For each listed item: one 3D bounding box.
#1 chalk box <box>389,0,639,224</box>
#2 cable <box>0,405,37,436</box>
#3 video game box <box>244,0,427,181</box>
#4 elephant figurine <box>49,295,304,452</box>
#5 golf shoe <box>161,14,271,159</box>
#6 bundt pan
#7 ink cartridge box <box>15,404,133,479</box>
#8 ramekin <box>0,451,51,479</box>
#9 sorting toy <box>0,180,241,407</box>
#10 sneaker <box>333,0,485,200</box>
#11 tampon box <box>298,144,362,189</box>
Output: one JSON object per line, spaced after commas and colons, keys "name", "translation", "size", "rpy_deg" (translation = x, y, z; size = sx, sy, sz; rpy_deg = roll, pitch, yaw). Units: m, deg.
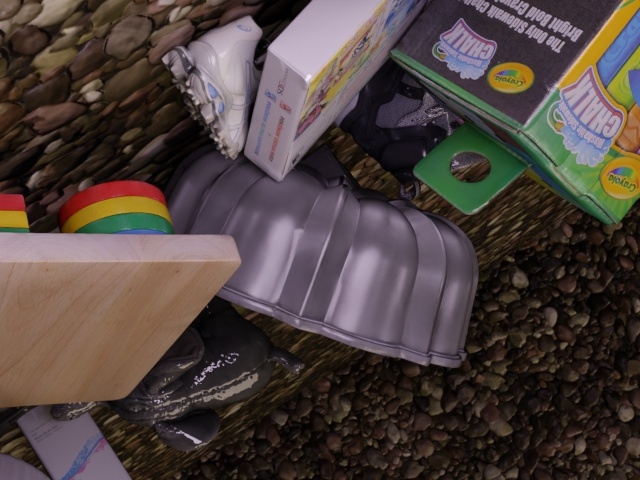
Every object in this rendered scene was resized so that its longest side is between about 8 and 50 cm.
{"name": "chalk box", "translation": [0.199, -0.143, 1.081], "size": [0.289, 0.180, 0.179], "rpy_deg": [-52, 134, 4]}
{"name": "cable", "translation": [-0.380, 0.187, 1.499], "size": [0.287, 0.072, 0.139], "rpy_deg": [-40, 164, -36]}
{"name": "video game box", "translation": [0.024, -0.163, 1.024], "size": [0.205, 0.048, 0.187], "rpy_deg": [-50, 176, -22]}
{"name": "elephant figurine", "translation": [-0.183, 0.185, 1.627], "size": [0.239, 0.169, 0.186], "rpy_deg": [-36, 175, -41]}
{"name": "golf shoe", "translation": [-0.068, -0.123, 1.044], "size": [0.086, 0.069, 0.176], "rpy_deg": [-39, 170, -7]}
{"name": "bundt pan", "translation": [0.000, 0.000, 1.196], "size": [0.124, 0.331, 0.331], "rpy_deg": [-70, 161, 6]}
{"name": "ink cartridge box", "translation": [-0.314, 0.316, 1.739], "size": [0.093, 0.212, 0.154], "rpy_deg": [-34, 167, -15]}
{"name": "ramekin", "translation": [-0.434, 0.381, 1.609], "size": [0.273, 0.273, 0.127], "rpy_deg": [-38, -151, 18]}
{"name": "sorting toy", "translation": [-0.236, 0.042, 1.029], "size": [0.255, 0.089, 0.257], "rpy_deg": [1, 149, -33]}
{"name": "sneaker", "translation": [0.122, -0.149, 1.214], "size": [0.101, 0.153, 0.268], "rpy_deg": [-23, 164, -43]}
{"name": "tampon box", "translation": [0.012, -0.021, 1.497], "size": [0.101, 0.120, 0.161], "rpy_deg": [-36, 167, 5]}
